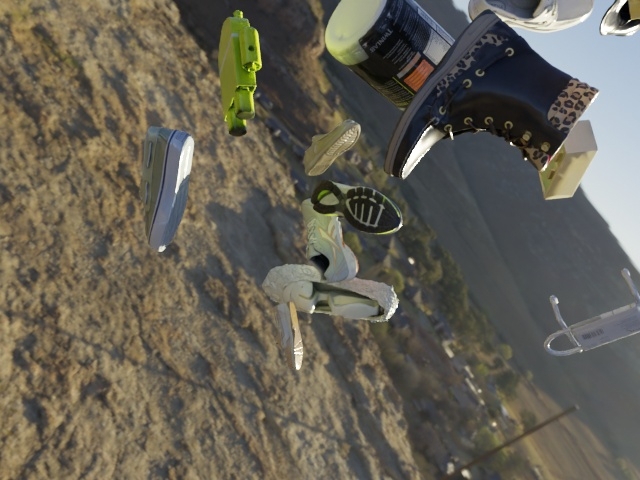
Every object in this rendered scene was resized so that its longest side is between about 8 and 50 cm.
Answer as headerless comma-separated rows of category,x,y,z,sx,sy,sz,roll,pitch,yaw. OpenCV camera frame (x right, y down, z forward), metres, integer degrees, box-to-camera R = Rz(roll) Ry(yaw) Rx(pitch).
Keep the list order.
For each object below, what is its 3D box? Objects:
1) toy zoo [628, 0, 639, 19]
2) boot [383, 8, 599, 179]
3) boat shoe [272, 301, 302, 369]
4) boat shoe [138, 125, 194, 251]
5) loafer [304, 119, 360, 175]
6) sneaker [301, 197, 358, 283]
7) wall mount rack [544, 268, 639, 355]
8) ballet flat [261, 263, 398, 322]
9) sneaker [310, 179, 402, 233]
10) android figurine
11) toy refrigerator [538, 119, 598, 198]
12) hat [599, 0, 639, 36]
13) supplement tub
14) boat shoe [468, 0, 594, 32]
toy zoo,0.604,-0.440,1.018,0.030,0.192,0.293,63,34,-33
boot,0.328,-0.229,1.232,0.284,0.377,0.138,37,3,12
boat shoe,-0.085,0.240,1.564,0.063,0.059,0.170,18,63,-71
boat shoe,-0.353,-0.116,1.387,0.094,0.302,0.109,21,28,4
loafer,0.022,-0.312,2.019,0.102,0.268,0.092,-7,66,-44
sneaker,0.000,0.000,1.726,0.121,0.099,0.262,-16,70,-38
wall mount rack,0.798,0.224,1.736,0.304,0.350,0.130,46,29,-37
ballet flat,0.021,0.159,1.801,0.147,0.409,0.147,7,90,-84
sneaker,0.109,-0.087,1.597,0.121,0.111,0.300,9,12,-40
android figurine,-0.187,-0.383,1.409,0.056,0.248,0.273,0,72,-19
toy refrigerator,0.706,-0.227,1.805,0.269,0.094,0.102,77,9,-66
hat,0.992,-0.780,1.938,0.331,0.331,0.134,15,51,-63
supplement tub,0.193,-0.435,1.460,0.338,0.207,0.207,29,27,-36
boat shoe,0.463,-0.503,1.334,0.096,0.277,0.098,-135,-140,-83
